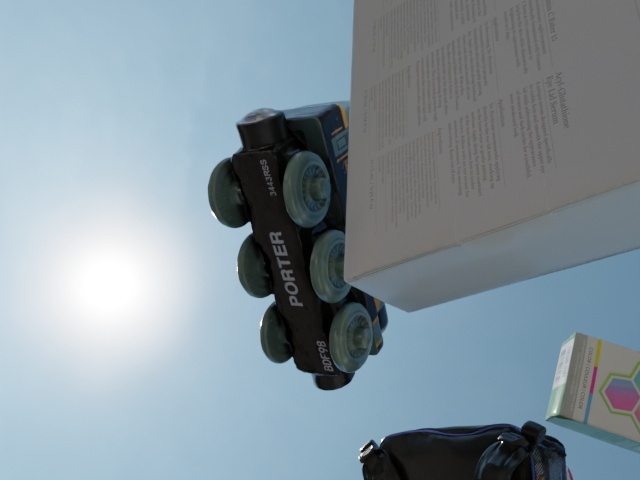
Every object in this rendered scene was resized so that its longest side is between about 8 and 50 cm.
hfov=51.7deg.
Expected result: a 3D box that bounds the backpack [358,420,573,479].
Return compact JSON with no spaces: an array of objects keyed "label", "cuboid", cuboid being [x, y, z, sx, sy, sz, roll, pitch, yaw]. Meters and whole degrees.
[{"label":"backpack","cuboid":[0.196,0.375,0.822,0.276,0.213,0.264,-22,-127,45]}]

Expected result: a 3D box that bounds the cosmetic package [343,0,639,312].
[{"label":"cosmetic package","cuboid":[0.158,-0.156,0.549,0.284,0.097,0.377,-23,-127,41]}]

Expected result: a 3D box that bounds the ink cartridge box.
[{"label":"ink cartridge box","cuboid":[0.396,0.201,0.809,0.209,0.062,0.109,18,-112,8]}]

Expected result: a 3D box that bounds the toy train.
[{"label":"toy train","cuboid":[0.000,0.000,0.749,0.142,0.190,0.334,-1,-64,34]}]
